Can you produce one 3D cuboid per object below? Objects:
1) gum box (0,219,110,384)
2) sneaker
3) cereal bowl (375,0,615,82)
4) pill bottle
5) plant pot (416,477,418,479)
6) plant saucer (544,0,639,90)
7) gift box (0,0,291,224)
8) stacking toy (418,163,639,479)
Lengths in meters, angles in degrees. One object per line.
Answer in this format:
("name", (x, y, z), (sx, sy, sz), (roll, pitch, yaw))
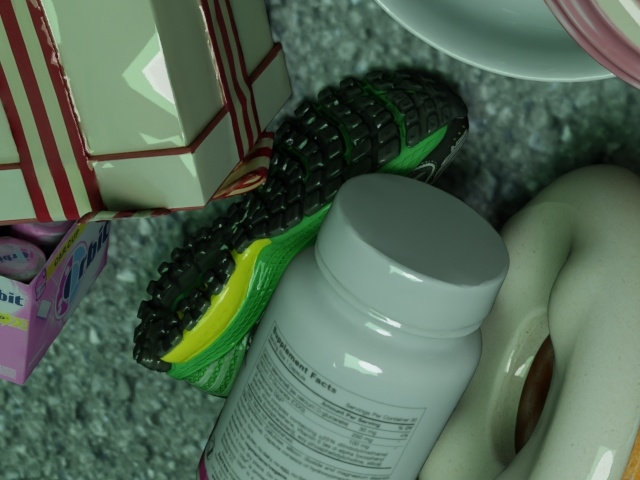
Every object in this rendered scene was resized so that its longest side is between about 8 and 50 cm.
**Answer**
("gum box", (-0.232, 0.016, 1.347), (0.062, 0.188, 0.107), (17, 127, 7))
("sneaker", (0.000, 0.000, 1.320), (0.146, 0.134, 0.343), (30, 120, -29))
("cereal bowl", (0.164, -0.288, 1.099), (0.339, 0.141, 0.339), (7, 118, 13))
("pill bottle", (0.024, 0.101, 1.213), (0.160, 0.160, 0.283), (26, 120, 3))
("plant pot", (0.035, 0.164, 1.389), (0.134, 0.095, 0.134), (7, 117, 14))
("plant saucer", (0.273, -0.219, 0.974), (0.332, 0.084, 0.332), (6, 117, 12))
("gift box", (-0.188, -0.136, 1.210), (0.255, 0.276, 0.258), (-2, 116, 23))
("stacking toy", (0.342, 0.170, 1.218), (0.479, 0.351, 0.351), (18, 121, -10))
